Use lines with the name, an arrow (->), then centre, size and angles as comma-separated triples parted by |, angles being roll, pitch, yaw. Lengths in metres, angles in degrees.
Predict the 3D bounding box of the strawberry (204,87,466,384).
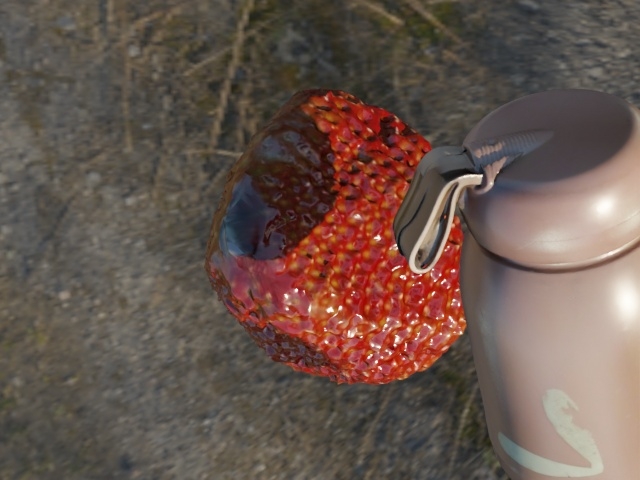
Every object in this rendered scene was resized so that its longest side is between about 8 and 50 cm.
strawberry -> 0.000, 0.000, 1.484 | 0.267, 0.351, 0.312 | -16, 80, 30

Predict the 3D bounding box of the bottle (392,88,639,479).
bottle -> 0.171, 0.045, 1.030 | 0.206, 0.173, 0.297 | -18, 127, -3
